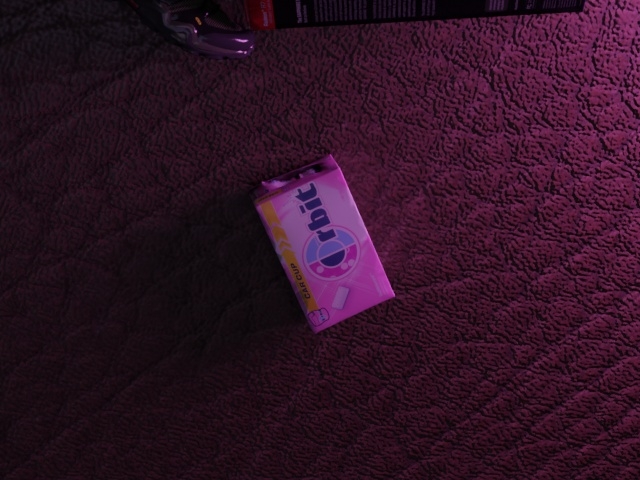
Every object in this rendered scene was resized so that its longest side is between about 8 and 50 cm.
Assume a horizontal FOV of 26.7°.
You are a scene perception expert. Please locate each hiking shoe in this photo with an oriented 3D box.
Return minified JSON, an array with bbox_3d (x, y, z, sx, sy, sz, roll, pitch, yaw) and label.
[{"bbox_3d":[-0.155,-0.280,1.442,0.227,0.086,0.114,29,105,-18],"label":"hiking shoe"}]

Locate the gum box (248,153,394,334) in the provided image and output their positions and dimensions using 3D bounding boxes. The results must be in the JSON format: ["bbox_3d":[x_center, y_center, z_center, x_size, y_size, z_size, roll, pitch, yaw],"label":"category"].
[{"bbox_3d":[0.000,0.000,1.582,0.107,0.062,0.188,-25,112,-2],"label":"gum box"}]

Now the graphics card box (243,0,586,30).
[{"bbox_3d":[0.097,-0.324,1.375,0.371,0.094,0.233,-3,151,2],"label":"graphics card box"}]
